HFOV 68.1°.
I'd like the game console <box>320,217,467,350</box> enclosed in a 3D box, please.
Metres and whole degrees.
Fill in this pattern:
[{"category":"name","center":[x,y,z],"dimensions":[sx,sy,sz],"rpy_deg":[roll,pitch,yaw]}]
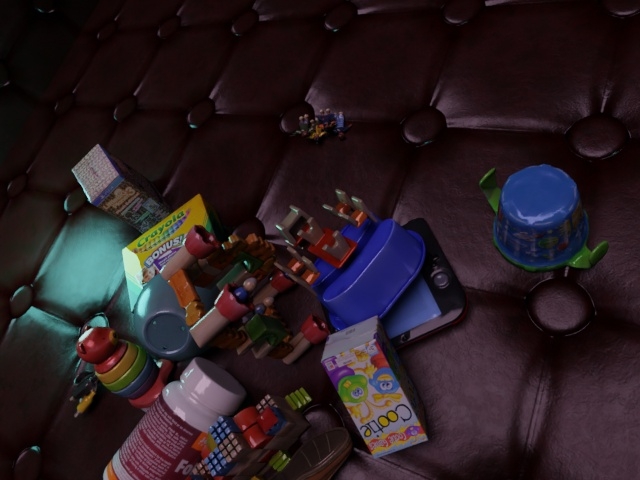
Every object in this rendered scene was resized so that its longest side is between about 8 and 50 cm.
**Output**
[{"category":"game console","center":[0.186,0.145,1.348],"dimensions":[0.387,0.060,0.341],"rpy_deg":[-28,58,11]}]

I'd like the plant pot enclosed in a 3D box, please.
[{"category":"plant pot","center":[-0.437,0.245,1.430],"dimensions":[0.291,0.195,0.290],"rpy_deg":[0,101,-2]}]

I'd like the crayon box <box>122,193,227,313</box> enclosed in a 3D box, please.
[{"category":"crayon box","center":[-0.502,0.055,1.644],"dimensions":[0.363,0.106,0.313],"rpy_deg":[-35,49,4]}]

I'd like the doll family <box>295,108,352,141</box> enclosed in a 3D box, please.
[{"category":"doll family","center":[0.012,-0.398,1.679],"dimensions":[0.193,0.076,0.111],"rpy_deg":[-16,56,15]}]

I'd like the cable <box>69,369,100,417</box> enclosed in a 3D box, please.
[{"category":"cable","center":[-0.759,0.474,1.625],"dimensions":[0.287,0.072,0.139],"rpy_deg":[-39,42,14]}]

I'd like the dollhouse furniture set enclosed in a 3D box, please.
[{"category":"dollhouse furniture set","center":[0.000,0.000,1.286],"dimensions":[0.262,0.135,0.259],"rpy_deg":[-51,39,-7]}]

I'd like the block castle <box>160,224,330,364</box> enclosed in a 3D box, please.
[{"category":"block castle","center":[-0.177,0.144,1.293],"dimensions":[0.213,0.453,0.303],"rpy_deg":[-44,55,10]}]

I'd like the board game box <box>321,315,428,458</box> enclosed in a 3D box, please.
[{"category":"board game box","center":[0.133,0.349,1.141],"dimensions":[0.144,0.142,0.275],"rpy_deg":[-26,99,13]}]

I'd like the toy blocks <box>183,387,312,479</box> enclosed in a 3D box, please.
[{"category":"toy blocks","center":[-0.204,0.537,1.229],"dimensions":[0.381,0.261,0.191],"rpy_deg":[-45,56,0]}]

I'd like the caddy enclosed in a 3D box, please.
[{"category":"caddy","center":[0.129,0.087,1.279],"dimensions":[0.341,0.179,0.241],"rpy_deg":[-50,29,-5]}]

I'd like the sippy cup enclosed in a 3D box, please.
[{"category":"sippy cup","center":[0.543,-0.065,1.177],"dimensions":[0.306,0.224,0.239],"rpy_deg":[6,70,27]}]

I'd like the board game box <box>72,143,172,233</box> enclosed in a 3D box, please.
[{"category":"board game box","center":[-0.753,-0.189,1.815],"dimensions":[0.141,0.291,0.232],"rpy_deg":[-45,57,1]}]

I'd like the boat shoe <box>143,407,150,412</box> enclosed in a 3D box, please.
[{"category":"boat shoe","center":[-0.514,0.527,1.500],"dimensions":[0.184,0.063,0.066],"rpy_deg":[11,72,29]}]

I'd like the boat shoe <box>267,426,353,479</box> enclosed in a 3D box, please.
[{"category":"boat shoe","center":[-0.029,0.606,1.213],"dimensions":[0.307,0.104,0.110],"rpy_deg":[-38,17,0]}]

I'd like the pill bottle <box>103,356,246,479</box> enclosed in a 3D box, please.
[{"category":"pill bottle","center":[-0.399,0.547,1.341],"dimensions":[0.224,0.224,0.392],"rpy_deg":[33,84,33]}]

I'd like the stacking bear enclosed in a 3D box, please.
[{"category":"stacking bear","center":[-0.617,0.374,1.459],"dimensions":[0.164,0.289,0.175],"rpy_deg":[-27,32,13]}]
